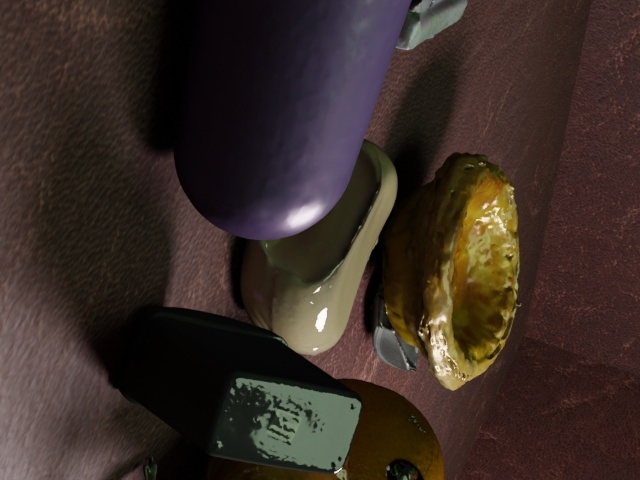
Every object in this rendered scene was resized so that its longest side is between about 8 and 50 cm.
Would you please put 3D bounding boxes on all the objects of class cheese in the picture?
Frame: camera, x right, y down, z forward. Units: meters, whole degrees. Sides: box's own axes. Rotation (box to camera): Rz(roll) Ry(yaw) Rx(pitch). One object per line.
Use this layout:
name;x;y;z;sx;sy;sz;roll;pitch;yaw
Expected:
cheese;0.000;0.000;1.758;0.233;0.127;0.266;73;41;-70

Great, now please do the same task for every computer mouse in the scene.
computer mouse;0.115;0.137;2.425;0.231;0.071;0.126;63;34;-54

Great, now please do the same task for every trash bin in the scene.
trash bin;-0.085;0.142;1.433;0.176;0.236;0.101;16;94;-32

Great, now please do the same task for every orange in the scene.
orange;0.034;0.324;1.983;0.274;0.274;0.274;19;90;-75

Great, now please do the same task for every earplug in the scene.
earplug;-0.018;-0.210;1.315;0.215;0.215;0.456;-44;152;-59

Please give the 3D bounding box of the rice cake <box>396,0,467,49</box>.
rice cake;0.152;-0.322;2.039;0.081;0.051;0.290;-68;169;24

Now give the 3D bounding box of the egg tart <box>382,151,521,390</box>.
egg tart;0.201;0.042;2.323;0.388;0.169;0.388;3;90;-67

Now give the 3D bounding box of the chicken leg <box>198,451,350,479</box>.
chicken leg;-0.088;0.344;1.689;0.295;0.182;0.409;-54;-174;10

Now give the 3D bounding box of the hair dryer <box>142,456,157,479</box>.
hair dryer;-0.163;0.341;1.545;0.167;0.067;0.199;62;14;-18
